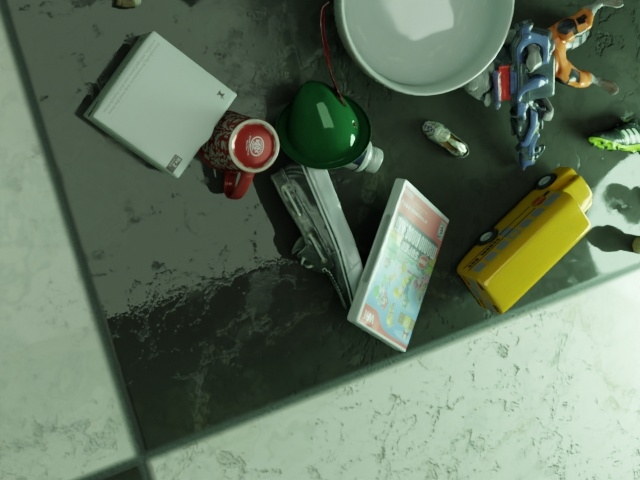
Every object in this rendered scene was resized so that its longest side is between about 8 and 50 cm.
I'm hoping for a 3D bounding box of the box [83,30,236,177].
[{"bbox_3d":[-0.276,-0.232,1.647,0.182,0.119,0.181,37,83,-23],"label":"box"}]

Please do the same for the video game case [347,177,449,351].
[{"bbox_3d":[0.154,0.051,1.838,0.204,0.025,0.285,36,71,-51],"label":"video game case"}]

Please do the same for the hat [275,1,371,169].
[{"bbox_3d":[-0.003,-0.257,1.691,0.173,0.208,0.183,-28,152,-14],"label":"hat"}]

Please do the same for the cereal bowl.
[{"bbox_3d":[0.178,-0.441,1.777,0.338,0.141,0.339,-4,105,-16],"label":"cereal bowl"}]

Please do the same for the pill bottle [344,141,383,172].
[{"bbox_3d":[0.056,-0.170,1.819,0.120,0.067,0.067,20,90,-23],"label":"pill bottle"}]

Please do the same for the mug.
[{"bbox_3d":[-0.134,-0.155,1.689,0.113,0.169,0.150,-30,107,-16],"label":"mug"}]

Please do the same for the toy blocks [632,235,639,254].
[{"bbox_3d":[0.898,-0.041,2.075,0.288,0.260,0.309,25,88,-23],"label":"toy blocks"}]

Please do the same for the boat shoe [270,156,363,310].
[{"bbox_3d":[0.000,0.000,1.811,0.119,0.121,0.335,-21,103,1],"label":"boat shoe"}]

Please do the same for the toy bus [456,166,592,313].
[{"bbox_3d":[0.431,-0.006,1.962,0.332,0.130,0.108,-42,111,-11],"label":"toy bus"}]

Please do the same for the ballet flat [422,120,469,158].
[{"bbox_3d":[0.254,-0.202,1.910,0.114,0.041,0.041,33,85,-23],"label":"ballet flat"}]

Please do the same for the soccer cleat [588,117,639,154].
[{"bbox_3d":[0.644,-0.227,2.059,0.178,0.060,0.072,3,87,-29],"label":"soccer cleat"}]

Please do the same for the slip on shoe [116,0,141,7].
[{"bbox_3d":[-0.335,-0.464,1.628,0.041,0.051,0.135,-12,110,-23],"label":"slip on shoe"}]

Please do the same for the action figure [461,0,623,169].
[{"bbox_3d":[0.434,-0.328,1.934,0.330,0.178,0.341,-13,132,-14],"label":"action figure"}]
